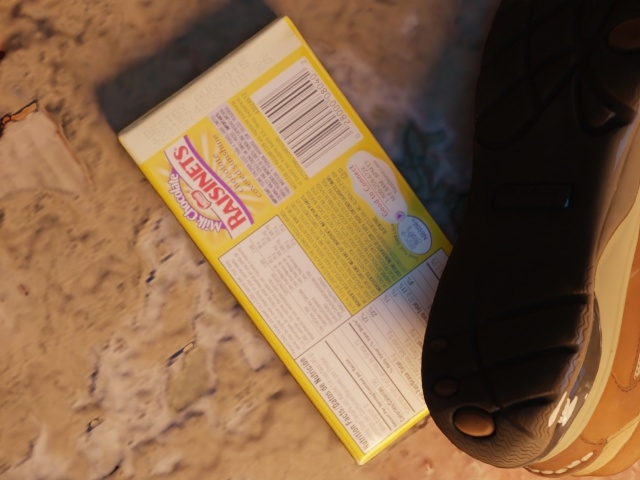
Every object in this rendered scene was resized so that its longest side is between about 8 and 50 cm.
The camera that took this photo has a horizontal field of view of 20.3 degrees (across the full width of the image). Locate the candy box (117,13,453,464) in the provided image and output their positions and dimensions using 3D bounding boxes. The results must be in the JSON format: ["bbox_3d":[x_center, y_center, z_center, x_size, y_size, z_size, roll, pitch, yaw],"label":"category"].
[{"bbox_3d":[0.000,0.000,0.900,0.105,0.027,0.206,-36,96,-4],"label":"candy box"}]

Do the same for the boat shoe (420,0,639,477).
[{"bbox_3d":[0.147,-0.037,0.885,0.120,0.122,0.324,26,79,-40],"label":"boat shoe"}]
